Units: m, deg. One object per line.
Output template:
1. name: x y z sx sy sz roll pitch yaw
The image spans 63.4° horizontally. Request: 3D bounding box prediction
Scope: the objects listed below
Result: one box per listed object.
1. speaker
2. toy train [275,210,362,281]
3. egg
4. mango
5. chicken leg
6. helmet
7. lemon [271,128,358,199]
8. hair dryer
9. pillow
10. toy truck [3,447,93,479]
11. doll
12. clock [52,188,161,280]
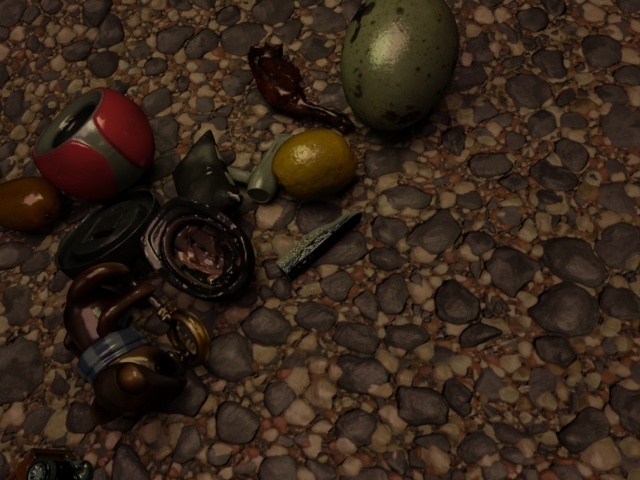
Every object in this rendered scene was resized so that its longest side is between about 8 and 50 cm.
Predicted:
1. speaker: -0.576 -0.238 1.315 0.295 0.294 0.294 -4 64 7
2. toy train: 0.000 0.000 1.226 0.234 0.052 0.051 -42 60 -11
3. egg: 0.194 -0.451 1.288 0.288 0.287 0.378 8 80 13
4. mango: -0.782 -0.094 1.363 0.221 0.120 0.151 -4 60 15
5. chicken leg: -0.078 -0.408 1.422 0.158 0.095 0.407 -31 64 -29
6. helmet: -0.262 0.030 1.191 0.253 0.154 0.198 35 86 19
7. lemon: -0.014 -0.185 1.257 0.208 0.170 0.169 -22 63 -4
8. hair dryer: -0.201 -0.201 1.362 0.237 0.075 0.206 6 58 21
9. pillow: -0.292 -0.136 1.297 0.186 0.106 0.249 -43 59 26
10. toy truck: -0.497 0.562 0.985 0.162 0.136 0.305 -42 62 -4
11. doll: -0.422 0.217 1.125 0.317 0.209 0.339 -51 61 20
12. clock: -0.506 -0.016 1.249 0.281 0.055 0.280 -19 37 15
